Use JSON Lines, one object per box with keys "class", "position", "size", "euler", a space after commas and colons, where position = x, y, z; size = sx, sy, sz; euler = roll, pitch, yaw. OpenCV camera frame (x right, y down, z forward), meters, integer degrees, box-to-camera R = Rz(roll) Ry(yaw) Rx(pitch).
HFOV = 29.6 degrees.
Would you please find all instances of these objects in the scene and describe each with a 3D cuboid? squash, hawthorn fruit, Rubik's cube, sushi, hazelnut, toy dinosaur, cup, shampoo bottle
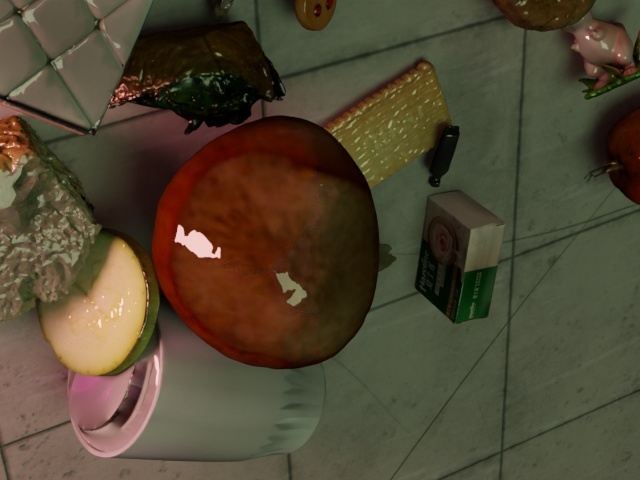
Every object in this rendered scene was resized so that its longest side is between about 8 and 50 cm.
{"class": "squash", "position": [-0.319, 0.089, 1.751], "size": [0.041, 0.219, 0.219], "euler": [2, 118, -57]}
{"class": "hawthorn fruit", "position": [0.612, -0.157, 2.233], "size": [0.299, 0.211, 0.211], "euler": [-13, 125, -14]}
{"class": "Rubik's cube", "position": [-0.366, -0.285, 1.468], "size": [0.221, 0.225, 0.231], "euler": [20, 97, -42]}
{"class": "sushi", "position": [-0.179, -0.225, 1.690], "size": [0.287, 0.149, 0.140], "euler": [-14, 112, -27]}
{"class": "hazelnut", "position": [-0.078, 0.001, 1.712], "size": [0.366, 0.366, 0.365], "euler": [-16, 125, -25]}
{"class": "toy dinosaur", "position": [0.473, -0.342, 2.095], "size": [0.194, 0.152, 0.177], "euler": [-21, 89, -33]}
{"class": "cup", "position": [-0.192, 0.220, 1.900], "size": [0.372, 0.253, 0.253], "euler": [13, 110, -41]}
{"class": "shampoo bottle", "position": [0.208, -0.140, 2.056], "size": [0.048, 0.027, 0.137], "euler": [-34, 155, -31]}

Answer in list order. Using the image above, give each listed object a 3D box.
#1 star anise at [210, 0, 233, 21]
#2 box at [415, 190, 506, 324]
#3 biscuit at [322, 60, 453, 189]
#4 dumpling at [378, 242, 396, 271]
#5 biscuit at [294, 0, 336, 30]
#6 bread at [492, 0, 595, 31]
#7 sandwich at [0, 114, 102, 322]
{"class": "star anise", "position": [-0.133, -0.393, 1.677], "size": [0.182, 0.065, 0.195], "euler": [-11, 125, -28]}
{"class": "box", "position": [0.244, 0.029, 2.140], "size": [0.081, 0.135, 0.199], "euler": [-9, 121, -29]}
{"class": "biscuit", "position": [0.101, -0.175, 1.989], "size": [0.250, 0.030, 0.160], "euler": [-35, 131, -11]}
{"class": "dumpling", "position": [-0.003, -0.001, 1.993], "size": [0.332, 0.086, 0.166], "euler": [-3, 151, -32]}
{"class": "biscuit", "position": [-0.011, -0.415, 1.717], "size": [0.165, 0.036, 0.250], "euler": [-42, 135, -42]}
{"class": "bread", "position": [0.358, -0.445, 1.931], "size": [0.230, 0.123, 0.230], "euler": [-17, 129, -23]}
{"class": "sandwich", "position": [-0.464, -0.015, 1.649], "size": [0.325, 0.131, 0.262], "euler": [-18, 125, -25]}
